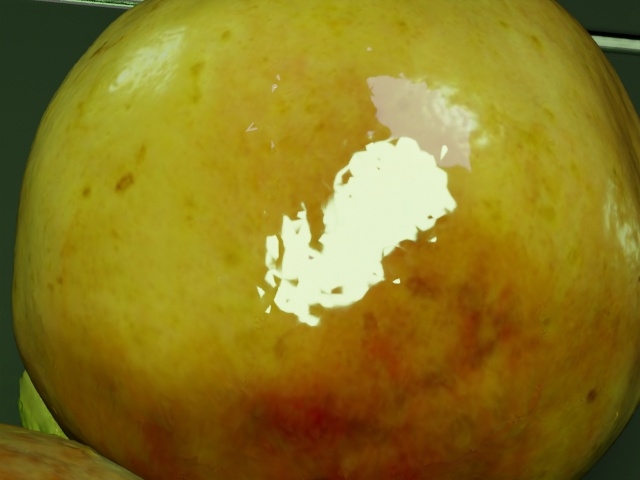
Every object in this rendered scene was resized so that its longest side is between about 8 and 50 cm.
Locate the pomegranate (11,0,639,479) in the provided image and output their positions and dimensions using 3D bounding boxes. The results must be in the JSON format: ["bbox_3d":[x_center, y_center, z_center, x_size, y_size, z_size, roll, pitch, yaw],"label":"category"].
[{"bbox_3d":[0.002,0.006,0.513,0.209,0.209,0.209,5,48,-6],"label":"pomegranate"}]

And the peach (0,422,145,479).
[{"bbox_3d":[-0.120,0.172,0.405,0.232,0.232,0.257,25,57,11],"label":"peach"}]

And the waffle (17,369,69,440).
[{"bbox_3d":[-0.006,0.117,0.584,0.160,0.055,0.211,-9,52,-19],"label":"waffle"}]
